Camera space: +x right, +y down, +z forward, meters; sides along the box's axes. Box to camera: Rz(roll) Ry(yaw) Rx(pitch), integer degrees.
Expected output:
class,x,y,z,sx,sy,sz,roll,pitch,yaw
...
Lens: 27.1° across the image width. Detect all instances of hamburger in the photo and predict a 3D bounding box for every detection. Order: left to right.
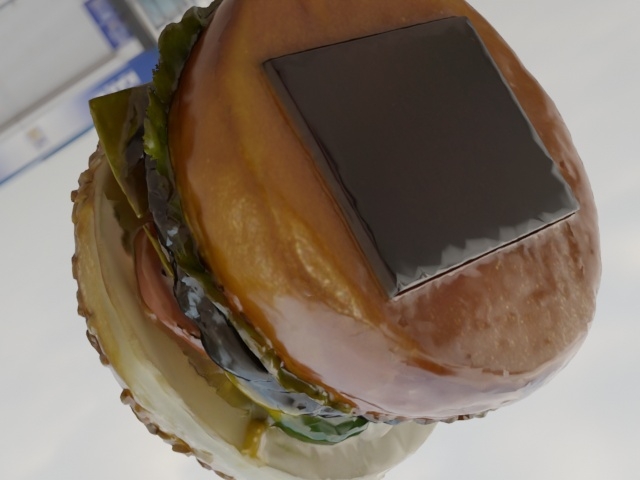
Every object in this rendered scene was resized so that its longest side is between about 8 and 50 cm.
class,x,y,z,sx,sy,sz,roll,pitch,yaw
hamburger,0.000,0.000,0.738,0.225,0.291,0.291,-33,-170,44
